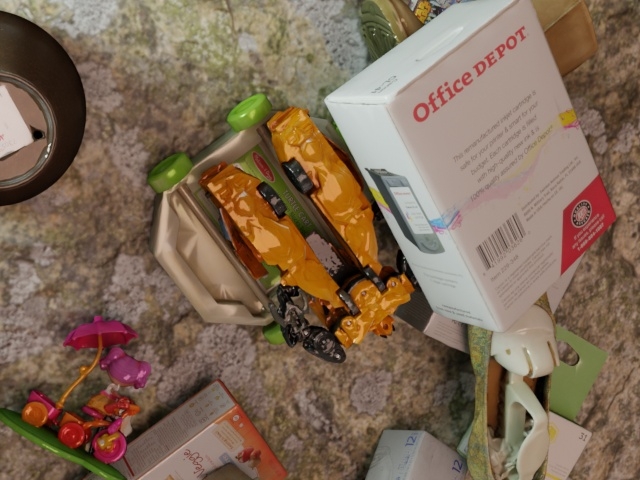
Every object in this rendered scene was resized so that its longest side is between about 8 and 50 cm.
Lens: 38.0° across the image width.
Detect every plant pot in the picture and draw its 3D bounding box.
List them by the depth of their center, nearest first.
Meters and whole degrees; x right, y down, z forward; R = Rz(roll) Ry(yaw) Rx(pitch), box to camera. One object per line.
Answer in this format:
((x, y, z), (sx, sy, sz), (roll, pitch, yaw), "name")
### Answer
((-0.328, -0.121, 0.923), (0.215, 0.230, 0.216), (-5, 104, -20), "plant pot")

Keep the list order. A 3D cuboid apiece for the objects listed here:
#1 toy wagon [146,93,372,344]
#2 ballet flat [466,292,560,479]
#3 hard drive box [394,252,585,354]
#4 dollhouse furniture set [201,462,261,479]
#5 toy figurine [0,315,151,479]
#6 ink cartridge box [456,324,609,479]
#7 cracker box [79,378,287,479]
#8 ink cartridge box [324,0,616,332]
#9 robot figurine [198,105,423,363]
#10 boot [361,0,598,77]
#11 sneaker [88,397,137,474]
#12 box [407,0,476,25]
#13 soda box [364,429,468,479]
((-0.037, -0.048, 1.147), (0.344, 0.068, 0.267), (-39, 113, -10), "toy wagon")
((0.254, 0.181, 1.193), (0.123, 0.123, 0.349), (-5, 107, -21), "ballet flat")
((0.239, 0.043, 1.265), (0.181, 0.089, 0.232), (26, 92, -25), "hard drive box")
((-0.173, 0.480, 1.040), (0.355, 0.173, 0.303), (-25, 124, -37), "dollhouse furniture set")
((-0.258, 0.172, 1.079), (0.173, 0.130, 0.159), (30, 79, 3), "toy figurine")
((0.327, 0.246, 1.370), (0.171, 0.056, 0.235), (28, 93, -24), "ink cartridge box")
((-0.174, 0.302, 1.156), (0.232, 0.067, 0.156), (-36, 128, -10), "cracker box")
((0.177, -0.087, 1.049), (0.226, 0.131, 0.306), (-39, 114, -21), "ink cartridge box")
((0.000, 0.000, 1.088), (0.211, 0.085, 0.291), (-39, 113, -9), "robot figurine")
((0.200, -0.259, 1.156), (0.269, 0.089, 0.236), (-37, 123, -13), "boot")
((-0.255, 0.243, 1.143), (0.043, 0.040, 0.109), (18, 96, -27), "sneaker")
((0.158, -0.293, 1.187), (0.094, 0.027, 0.137), (22, 94, -25), "box")
((0.095, 0.399, 1.232), (0.098, 0.091, 0.286), (37, 62, -26), "soda box")
